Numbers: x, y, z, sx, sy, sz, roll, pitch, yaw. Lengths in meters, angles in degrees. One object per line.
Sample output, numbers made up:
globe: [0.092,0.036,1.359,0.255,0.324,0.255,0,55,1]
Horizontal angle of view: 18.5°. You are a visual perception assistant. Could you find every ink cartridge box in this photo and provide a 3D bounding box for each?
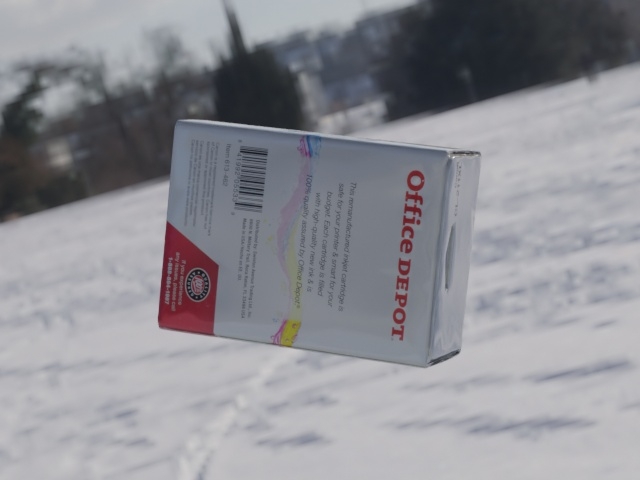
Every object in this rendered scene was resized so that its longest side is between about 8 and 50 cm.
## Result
ink cartridge box: [0.000,0.000,1.173,0.175,0.127,0.072,8,5,21]
